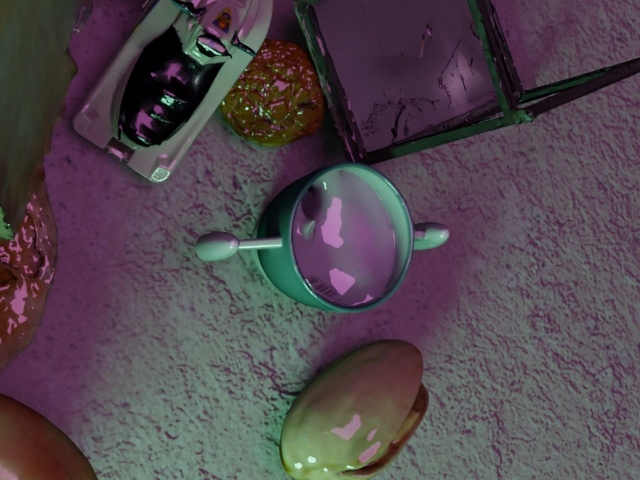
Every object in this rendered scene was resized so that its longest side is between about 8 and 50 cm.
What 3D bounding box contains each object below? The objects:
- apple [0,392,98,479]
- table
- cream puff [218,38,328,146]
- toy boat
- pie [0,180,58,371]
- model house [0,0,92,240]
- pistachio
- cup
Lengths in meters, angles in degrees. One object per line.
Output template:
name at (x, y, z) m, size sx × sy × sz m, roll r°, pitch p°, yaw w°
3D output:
apple at (-0.371, 0.295, 1.311) m, size 0.319 × 0.277 × 0.319 m, roll 8°, pitch 73°, yaw -28°
table at (0.202, -0.250, 1.566) m, size 0.335 × 0.272 × 0.222 m, roll -25°, pitch 97°, yaw -42°
cream puff at (-0.053, -0.176, 1.581) m, size 0.144 × 0.103 × 0.126 m, roll 0°, pitch 88°, yaw -20°
toy boat at (-0.155, -0.196, 1.484) m, size 0.141 × 0.141 × 0.269 m, roll 34°, pitch 109°, yaw -20°
pie at (-0.432, 0.013, 1.403) m, size 0.339 × 0.077 × 0.339 m, roll 2°, pitch 86°, yaw -25°
model house at (-0.429, -0.290, 1.237) m, size 0.400 × 0.395 × 0.445 m, roll 12°, pitch 66°, yaw 5°
pistachio at (0.040, 0.206, 1.587) m, size 0.215 × 0.144 × 0.144 m, roll -41°, pitch 104°, yaw -31°
cup at (0.000, 0.000, 1.555) m, size 0.300 × 0.173 × 0.167 m, roll -2°, pitch 88°, yaw -25°
